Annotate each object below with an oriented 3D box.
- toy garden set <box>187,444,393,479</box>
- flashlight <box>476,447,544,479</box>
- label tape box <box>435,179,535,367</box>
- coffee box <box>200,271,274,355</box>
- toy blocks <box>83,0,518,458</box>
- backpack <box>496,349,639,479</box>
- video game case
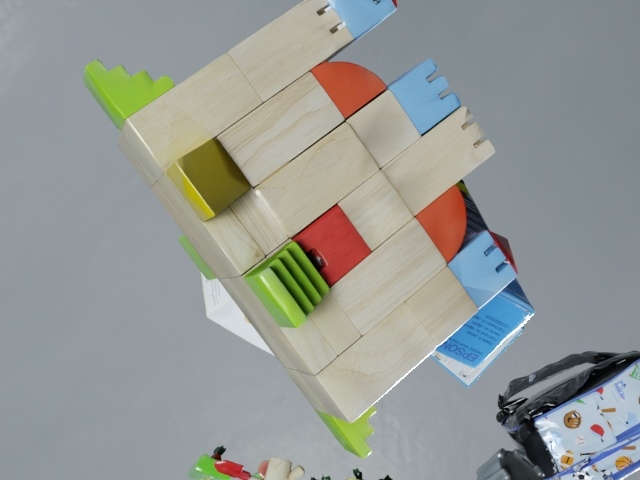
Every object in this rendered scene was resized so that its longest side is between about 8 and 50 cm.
[{"bbox_3d":[-0.026,0.285,0.984,0.204,0.244,0.049,125,-18,-66],"label":"toy garden set"},{"bbox_3d":[0.222,0.430,1.284,0.103,0.103,0.304,13,130,-23],"label":"flashlight"},{"bbox_3d":[0.082,-0.033,0.974,0.106,0.240,0.334,-50,-151,25],"label":"label tape box"},{"bbox_3d":[0.000,0.000,1.527,0.334,0.338,0.337,-35,134,19],"label":"coffee box"},{"bbox_3d":[0.024,-0.046,0.701,0.261,0.381,0.191,-38,-173,-17],"label":"toy blocks"},{"bbox_3d":[0.458,0.303,1.400,0.263,0.213,0.276,-36,175,2],"label":"backpack"},{"bbox_3d":[0.171,0.104,1.110,0.119,0.166,0.015,-54,172,27],"label":"video game case"}]
